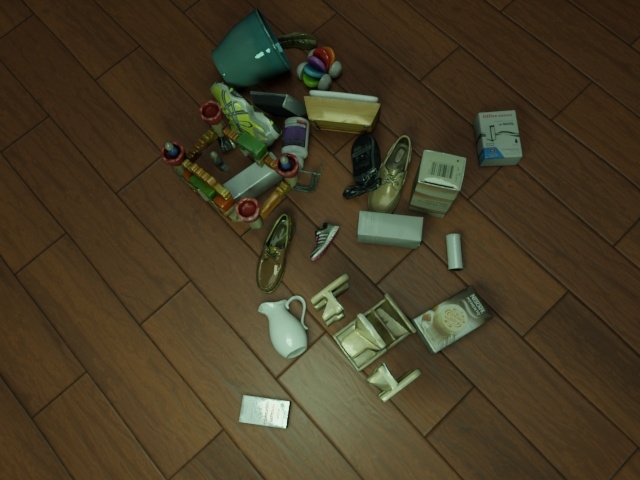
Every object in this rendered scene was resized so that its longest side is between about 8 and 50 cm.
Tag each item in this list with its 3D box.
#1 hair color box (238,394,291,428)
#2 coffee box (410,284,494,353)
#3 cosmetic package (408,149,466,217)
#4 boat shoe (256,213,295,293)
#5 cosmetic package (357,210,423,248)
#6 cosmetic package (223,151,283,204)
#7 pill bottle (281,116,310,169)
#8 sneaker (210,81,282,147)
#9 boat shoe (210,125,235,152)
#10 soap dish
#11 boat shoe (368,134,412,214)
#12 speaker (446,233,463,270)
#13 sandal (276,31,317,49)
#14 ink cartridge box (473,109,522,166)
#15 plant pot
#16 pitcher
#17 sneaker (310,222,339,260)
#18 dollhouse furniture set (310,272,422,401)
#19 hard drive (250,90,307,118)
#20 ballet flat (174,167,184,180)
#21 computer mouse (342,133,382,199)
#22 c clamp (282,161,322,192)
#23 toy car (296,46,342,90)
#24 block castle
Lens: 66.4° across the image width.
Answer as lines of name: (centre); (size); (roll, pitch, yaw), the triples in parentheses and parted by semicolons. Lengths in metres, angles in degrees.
hair color box: (-0.192, 0.599, 1.713); (0.167, 0.053, 0.093); (6, 73, 6)
coffee box: (0.465, 0.281, 1.742); (0.247, 0.098, 0.141); (-30, 75, -5)
cosmetic package: (0.417, -0.199, 1.780); (0.153, 0.296, 0.129); (12, 76, 8)
boat shoe: (-0.179, 0.043, 1.843); (0.111, 0.104, 0.307); (12, 75, 6)
cosmetic package: (0.258, -0.039, 1.832); (0.238, 0.127, 0.107); (4, 75, 3)
cosmetic package: (-0.259, -0.234, 1.922); (0.231, 0.117, 0.085); (-35, 74, -8)
pill bottle: (-0.101, -0.387, 1.960); (0.108, 0.108, 0.193); (3, 74, 4)
sneaker: (-0.334, -0.510, 1.995); (0.385, 0.145, 0.147); (42, 99, 21)
boat shoe: (-0.430, -0.450, 2.015); (0.065, 0.075, 0.206); (-35, 80, -10)
soap dish: (0.088, -0.498, 1.930); (0.291, 0.229, 0.118); (7, 91, 6)
boat shoe: (0.269, -0.250, 1.899); (0.122, 0.110, 0.341); (17, 76, 8)
speaker: (0.502, 0.046, 1.830); (0.055, 0.055, 0.136); (-1, 74, 3)
sandal: (-0.103, -0.876, 2.128); (0.180, 0.072, 0.049); (2, 53, 8)
ink cartridge box: (0.698, -0.403, 1.931); (0.148, 0.086, 0.203); (-4, 75, 2)
plant pot: (-0.295, -0.759, 2.012); (0.255, 0.272, 0.271); (-29, 74, 11)
pitcher: (-0.107, 0.306, 1.766); (0.178, 0.125, 0.207); (-20, 62, -18)
sneaker: (0.000, 0.000, 1.869); (0.075, 0.063, 0.170); (31, 73, 11)
dollhouse furniture set: (0.184, 0.292, 1.601); (0.257, 0.394, 0.362); (-36, 75, -7)
hard drive: (-0.158, -0.530, 1.928); (0.172, 0.255, 0.054); (10, 95, 16)
ballet flat: (-0.582, -0.329, 1.994); (0.070, 0.070, 0.188); (-35, 75, -7)
computer mouse: (0.178, -0.291, 1.921); (0.189, 0.072, 0.272); (-17, 60, 41)
c clamp: (-0.072, -0.255, 1.928); (0.161, 0.137, 0.022); (7, 31, 7)
toy car: (-0.006, -0.729, 2.037); (0.159, 0.136, 0.182); (35, 79, 12)
block castle: (-0.326, -0.277, 1.769); (0.453, 0.213, 0.303); (37, 78, 14)
